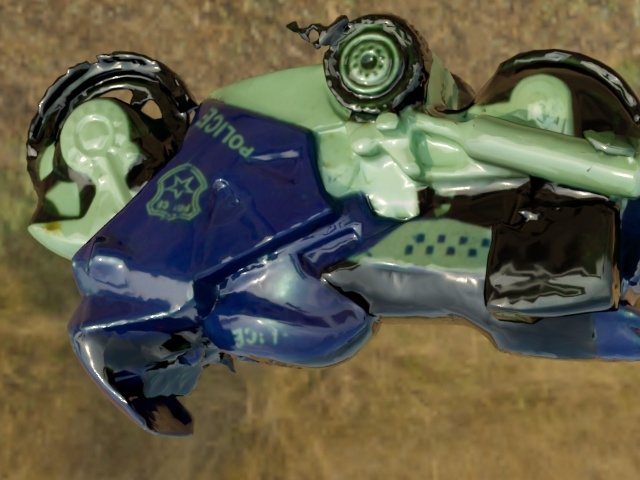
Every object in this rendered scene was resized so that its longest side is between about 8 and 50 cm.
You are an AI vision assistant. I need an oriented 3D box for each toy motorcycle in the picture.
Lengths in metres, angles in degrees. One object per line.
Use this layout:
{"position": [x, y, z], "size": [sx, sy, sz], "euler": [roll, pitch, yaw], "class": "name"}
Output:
{"position": [0.000, 0.000, 0.679], "size": [0.331, 0.196, 0.125], "euler": [2, 169, 20], "class": "toy motorcycle"}
